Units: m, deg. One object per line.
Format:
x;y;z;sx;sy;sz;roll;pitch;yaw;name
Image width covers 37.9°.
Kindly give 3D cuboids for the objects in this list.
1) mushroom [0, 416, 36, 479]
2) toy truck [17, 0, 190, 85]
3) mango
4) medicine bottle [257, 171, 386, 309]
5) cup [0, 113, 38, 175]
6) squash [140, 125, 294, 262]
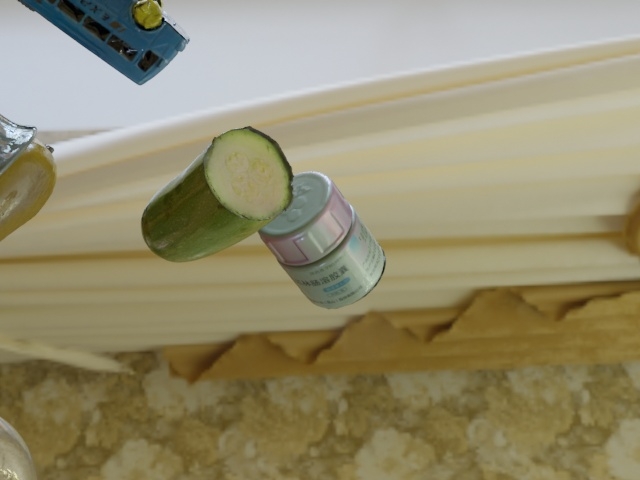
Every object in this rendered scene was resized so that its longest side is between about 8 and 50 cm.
-0.636;0.423;1.541;0.290;0.292;0.292;-62;154;-65;mushroom
-0.436;-0.461;1.779;0.162;0.385;0.161;-50;-157;12;toy truck
-0.548;-0.041;1.460;0.331;0.142;0.195;-52;-163;-26;mango
0.000;0.000;1.311;0.168;0.135;0.135;54;23;-39;medicine bottle
-0.449;-0.113;1.065;0.150;0.199;0.199;48;18;-22;cup
-0.113;-0.026;0.894;0.188;0.095;0.095;-33;-129;48;squash
